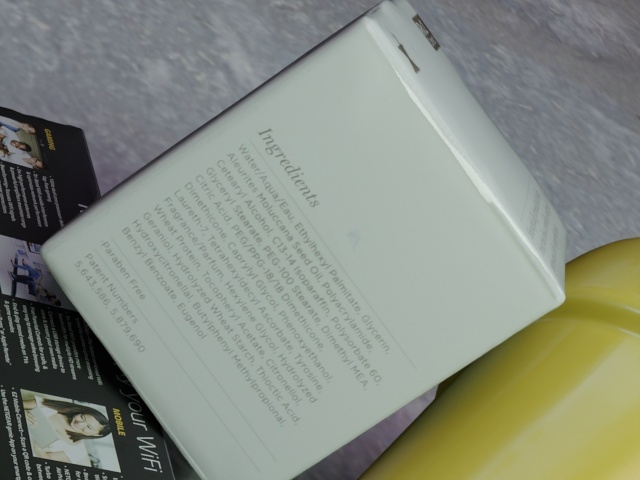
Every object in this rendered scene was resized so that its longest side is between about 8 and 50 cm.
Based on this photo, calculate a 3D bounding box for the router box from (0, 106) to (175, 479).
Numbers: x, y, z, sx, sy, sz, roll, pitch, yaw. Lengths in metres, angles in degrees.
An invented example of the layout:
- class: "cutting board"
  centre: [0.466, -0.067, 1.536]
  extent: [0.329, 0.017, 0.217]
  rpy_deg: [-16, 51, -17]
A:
- class: "router box"
  centre: [-0.203, 0.043, 0.774]
  extent: [0.243, 0.081, 0.309]
  rpy_deg: [15, 36, -31]

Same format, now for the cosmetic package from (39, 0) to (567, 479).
- class: "cosmetic package"
  centre: [0.000, 0.000, 0.815]
  extent: [0.151, 0.184, 0.151]
  rpy_deg: [55, 14, -5]

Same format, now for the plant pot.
- class: "plant pot"
  centre: [0.117, 0.152, 0.807]
  extent: [0.239, 0.254, 0.254]
  rpy_deg: [-25, 64, -39]
